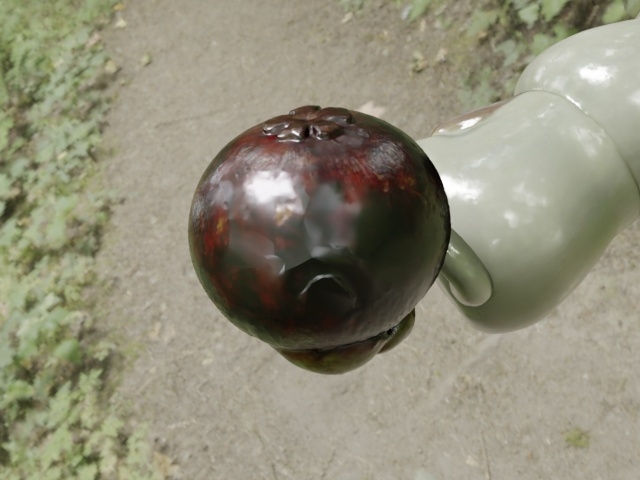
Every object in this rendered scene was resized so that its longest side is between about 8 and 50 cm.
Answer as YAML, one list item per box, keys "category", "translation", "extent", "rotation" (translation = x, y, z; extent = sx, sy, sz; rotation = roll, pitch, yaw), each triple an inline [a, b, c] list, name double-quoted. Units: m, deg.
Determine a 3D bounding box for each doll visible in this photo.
- category: "doll"
  translation: [0.225, -0.062, 0.849]
  extent: [0.370, 0.215, 0.226]
  rotation: [-38, 8, -14]

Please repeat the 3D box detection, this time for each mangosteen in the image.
- category: "mangosteen"
  translation: [0.000, 0.000, 0.648]
  extent: [0.209, 0.210, 0.210]
  rotation: [-20, 39, 17]
